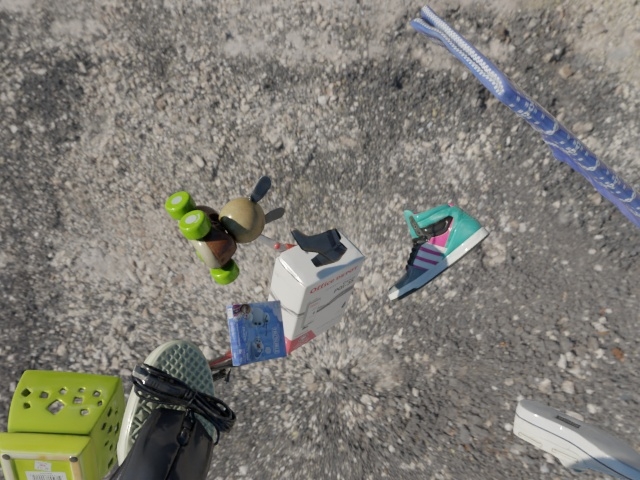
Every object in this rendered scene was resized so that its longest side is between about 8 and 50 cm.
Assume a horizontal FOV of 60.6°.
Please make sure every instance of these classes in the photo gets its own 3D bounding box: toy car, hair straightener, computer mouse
[{"bbox_3d":[-0.161,-0.041,1.027,0.188,0.155,0.149,-34,44,-11],"label":"toy car"},{"bbox_3d":[-0.244,0.338,1.426,0.047,0.230,0.089,9,105,37],"label":"hair straightener"},{"bbox_3d":[-0.222,0.309,0.775,0.188,0.072,0.272,33,40,-16],"label":"computer mouse"}]

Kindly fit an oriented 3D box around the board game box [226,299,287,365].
[{"bbox_3d":[-0.097,0.140,0.844,0.090,0.020,0.090,-1,80,-41],"label":"board game box"}]

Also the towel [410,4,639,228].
[{"bbox_3d":[0.258,-0.129,0.638,0.040,0.336,0.243,-49,33,23],"label":"towel"}]

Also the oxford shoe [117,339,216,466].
[{"bbox_3d":[-0.277,0.398,0.947,0.169,0.130,0.449,5,84,-34],"label":"oxford shoe"}]

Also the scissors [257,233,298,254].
[{"bbox_3d":[-0.105,0.030,1.466,0.297,0.021,0.109,11,105,-31],"label":"scissors"}]

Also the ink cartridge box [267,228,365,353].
[{"bbox_3d":[-0.023,0.133,1.421,0.207,0.283,0.117,-26,57,-34],"label":"ink cartridge box"}]

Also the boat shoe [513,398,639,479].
[{"bbox_3d":[0.515,0.420,1.106,0.267,0.096,0.088,20,106,39],"label":"boat shoe"}]

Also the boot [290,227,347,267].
[{"bbox_3d":[0.000,0.000,1.199,0.087,0.042,0.118,-36,95,18],"label":"boot"}]

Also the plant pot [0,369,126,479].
[{"bbox_3d":[-0.577,0.448,1.228,0.228,0.207,0.227,4,120,-5],"label":"plant pot"}]

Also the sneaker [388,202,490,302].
[{"bbox_3d":[0.251,0.010,1.374,0.295,0.124,0.178,-40,78,15],"label":"sneaker"}]
